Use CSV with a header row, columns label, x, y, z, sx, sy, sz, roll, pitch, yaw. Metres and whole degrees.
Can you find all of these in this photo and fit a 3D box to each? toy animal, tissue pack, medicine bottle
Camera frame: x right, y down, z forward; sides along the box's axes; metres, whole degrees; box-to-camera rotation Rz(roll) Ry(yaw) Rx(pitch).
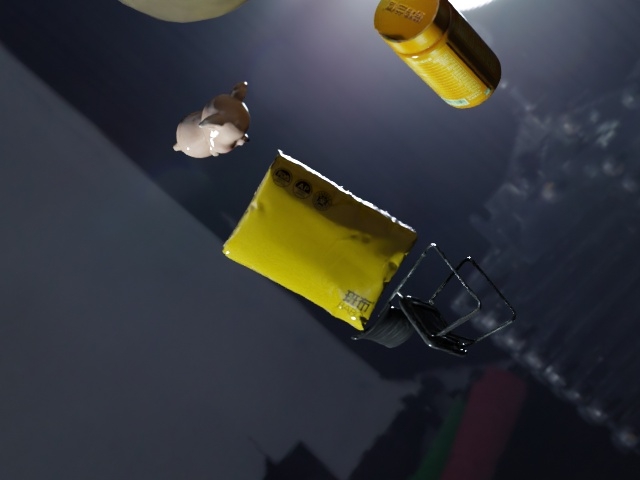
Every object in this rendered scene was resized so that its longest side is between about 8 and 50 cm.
label,x,y,z,sx,sy,sz,roll,pitch,yaw
toy animal,-0.153,-0.158,1.477,0.150,0.089,0.083,-29,-129,44
tissue pack,0.000,0.000,1.713,0.192,0.271,0.134,-61,-175,5
medicine bottle,0.158,-0.255,1.385,0.096,0.192,0.096,-15,-117,30

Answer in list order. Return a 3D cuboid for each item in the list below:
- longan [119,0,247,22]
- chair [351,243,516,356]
label,x,y,z,sx,sy,sz,roll,pitch,yaw
longan,-0.184,-0.485,1.404,0.404,0.336,0.404,-30,-131,41
chair,0.179,0.136,1.731,0.221,0.145,0.140,-45,146,17
